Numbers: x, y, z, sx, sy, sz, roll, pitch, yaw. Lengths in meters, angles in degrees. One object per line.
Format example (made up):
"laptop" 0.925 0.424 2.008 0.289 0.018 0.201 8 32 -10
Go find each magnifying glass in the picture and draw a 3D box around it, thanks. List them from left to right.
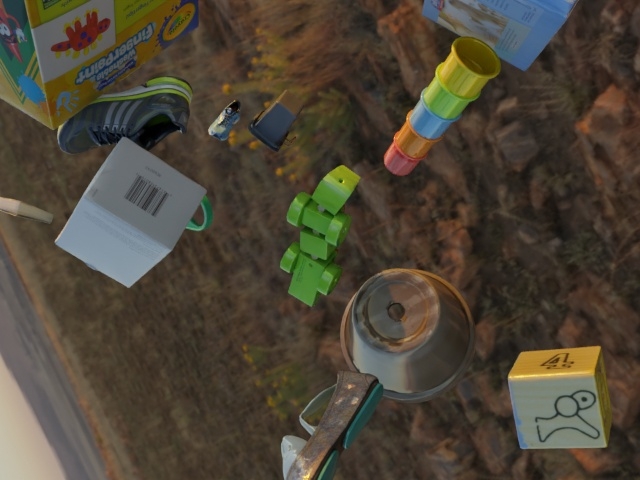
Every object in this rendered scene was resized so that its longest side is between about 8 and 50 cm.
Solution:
"magnifying glass" -0.318 -0.049 1.818 0.231 0.026 0.092 -26 88 52

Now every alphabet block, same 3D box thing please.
"alphabet block" 0.571 0.371 1.851 0.197 0.193 0.192 -8 100 25

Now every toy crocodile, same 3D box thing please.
"toy crocodile" 0.000 0.000 1.535 0.115 0.105 0.340 27 134 16

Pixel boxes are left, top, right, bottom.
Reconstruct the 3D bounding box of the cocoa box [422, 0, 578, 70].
"cocoa box" 0.322 -0.459 1.272 0.232 0.227 0.347 30 -179 4

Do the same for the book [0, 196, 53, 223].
"book" -0.702 -0.074 1.816 0.096 0.035 0.144 15 176 14

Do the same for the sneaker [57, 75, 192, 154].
"sneaker" -0.401 -0.235 1.593 0.111 0.300 0.121 56 -161 -54

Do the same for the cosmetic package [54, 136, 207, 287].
"cosmetic package" -0.398 -0.043 1.594 0.197 0.155 0.366 34 155 -16

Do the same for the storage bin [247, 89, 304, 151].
"storage bin" -0.084 -0.262 1.694 0.098 0.135 0.091 39 115 -9

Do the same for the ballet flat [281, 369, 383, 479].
"ballet flat" -0.002 0.347 1.339 0.106 0.316 0.107 21 136 20

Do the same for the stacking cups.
"stacking cups" 0.217 -0.233 1.453 0.096 0.096 0.316 57 147 18

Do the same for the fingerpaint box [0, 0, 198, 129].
"fingerpaint box" -0.437 -0.493 1.504 0.163 0.445 0.371 30 145 16

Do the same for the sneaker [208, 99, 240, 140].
"sneaker" -0.284 -0.365 2.334 0.064 0.162 0.073 25 140 -2

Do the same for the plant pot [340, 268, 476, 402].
"plant pot" 0.185 0.191 1.773 0.323 0.323 0.280 55 180 23
